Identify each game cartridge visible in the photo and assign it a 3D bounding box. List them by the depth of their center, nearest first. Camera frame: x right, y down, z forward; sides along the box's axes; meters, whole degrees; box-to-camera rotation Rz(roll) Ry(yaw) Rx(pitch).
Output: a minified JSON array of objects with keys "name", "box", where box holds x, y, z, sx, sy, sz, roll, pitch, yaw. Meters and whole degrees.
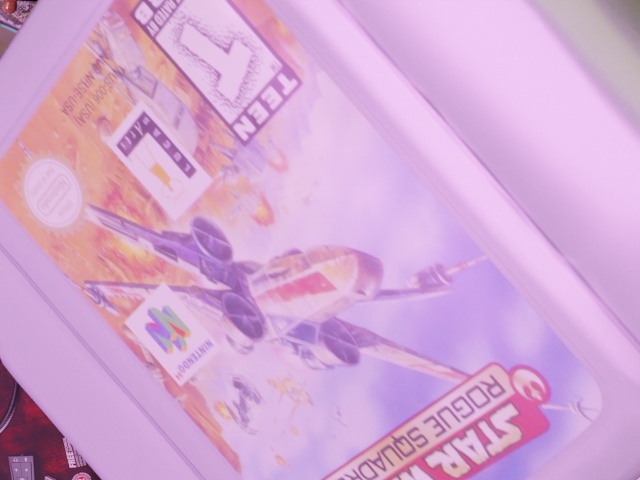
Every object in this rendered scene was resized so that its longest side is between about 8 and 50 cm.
[{"name":"game cartridge","box":[0.000,0.000,0.462,0.198,0.062,0.297,52,140,4]}]

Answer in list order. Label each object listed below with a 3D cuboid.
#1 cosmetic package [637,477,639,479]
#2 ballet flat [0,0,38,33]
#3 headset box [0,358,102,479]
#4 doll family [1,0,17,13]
[{"name":"cosmetic package","box":[0.183,-0.098,0.519,0.327,0.329,0.393,-7,115,43]},{"name":"ballet flat","box":[-0.182,-0.138,0.981,0.114,0.041,0.041,18,123,26]},{"name":"headset box","box":[-0.293,0.076,1.007,0.293,0.110,0.218,-12,112,-8]},{"name":"doll family","box":[-0.195,-0.220,0.923,0.111,0.076,0.193,-9,113,33]}]
